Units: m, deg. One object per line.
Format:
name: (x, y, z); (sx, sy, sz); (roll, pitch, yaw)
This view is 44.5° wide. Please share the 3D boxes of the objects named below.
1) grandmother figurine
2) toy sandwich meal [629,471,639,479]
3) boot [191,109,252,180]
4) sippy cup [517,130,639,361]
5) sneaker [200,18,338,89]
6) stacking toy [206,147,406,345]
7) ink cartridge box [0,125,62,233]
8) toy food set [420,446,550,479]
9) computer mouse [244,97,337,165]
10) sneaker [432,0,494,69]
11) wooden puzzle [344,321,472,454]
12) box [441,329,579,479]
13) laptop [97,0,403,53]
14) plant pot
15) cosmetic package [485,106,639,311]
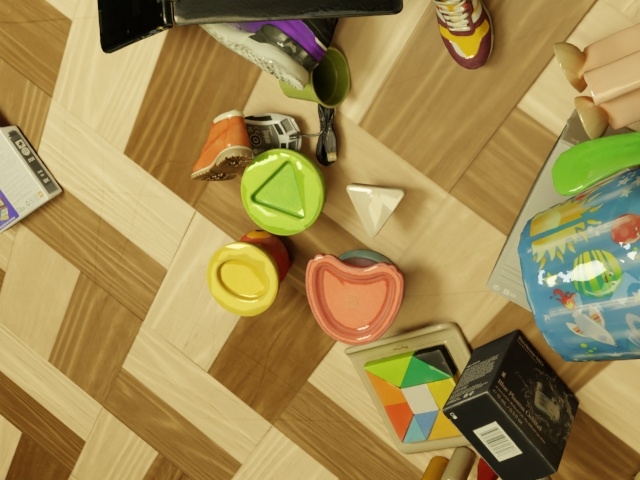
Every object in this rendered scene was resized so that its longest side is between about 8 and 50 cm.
grandmother figurine: (0.432, -0.215, 0.806); (0.342, 0.104, 0.208); (-24, 85, 30)
toy sandwich meal: (0.512, 0.369, 1.178); (0.085, 0.029, 0.086); (11, 118, 22)
boot: (-0.151, -0.139, 1.182); (0.158, 0.059, 0.085); (-25, 68, 53)
sippy cup: (0.339, 0.026, 0.818); (0.224, 0.240, 0.306); (-18, 98, 29)
sneaker: (-0.085, -0.327, 1.069); (0.293, 0.102, 0.146); (38, 95, 29)
stacking toy: (0.000, 0.000, 1.225); (0.308, 0.130, 0.280); (17, 109, 12)
ink cartridge box: (-0.628, -0.137, 1.524); (0.206, 0.045, 0.208); (-24, 105, 38)
toy food set: (0.280, 0.421, 1.292); (0.232, 0.104, 0.111); (20, 126, 19)
computer mouse: (-0.062, -0.164, 1.185); (0.193, 0.042, 0.106); (2, 123, 23)
sneaker: (0.161, -0.291, 0.949); (0.069, 0.084, 0.186); (-4, 115, 32)
wooden puzzle: (0.174, 0.257, 1.296); (0.221, 0.044, 0.239); (-21, 106, 37)
box: (0.283, 0.245, 1.150); (0.156, 0.158, 0.093); (49, 130, -5)
laptop: (-0.119, -0.449, 0.977); (0.408, 0.236, 0.382); (8, 101, 58)
plant pot: (-0.014, -0.228, 1.100); (0.079, 0.083, 0.083); (8, 122, 42)
cosmetic package: (0.308, -0.034, 0.991); (0.107, 0.127, 0.238); (29, 130, 10)
